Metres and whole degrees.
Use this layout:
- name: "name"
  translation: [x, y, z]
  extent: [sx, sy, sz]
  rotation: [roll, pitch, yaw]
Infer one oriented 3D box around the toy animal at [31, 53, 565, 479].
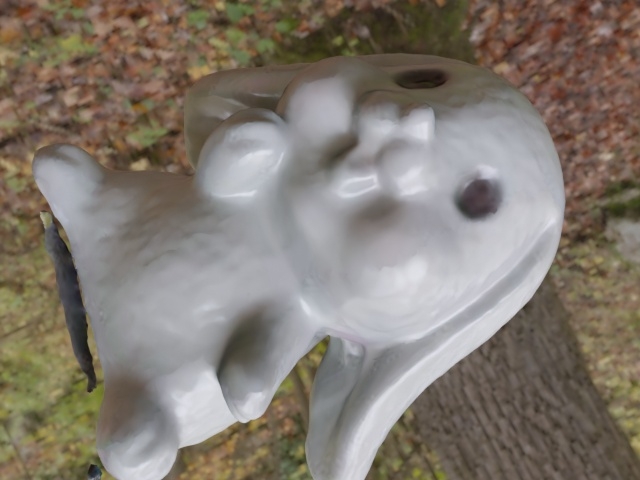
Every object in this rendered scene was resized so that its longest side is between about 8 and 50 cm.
- name: "toy animal"
  translation: [-0.008, 0.018, 0.618]
  extent: [0.289, 0.249, 0.174]
  rotation: [-2, 170, 22]
